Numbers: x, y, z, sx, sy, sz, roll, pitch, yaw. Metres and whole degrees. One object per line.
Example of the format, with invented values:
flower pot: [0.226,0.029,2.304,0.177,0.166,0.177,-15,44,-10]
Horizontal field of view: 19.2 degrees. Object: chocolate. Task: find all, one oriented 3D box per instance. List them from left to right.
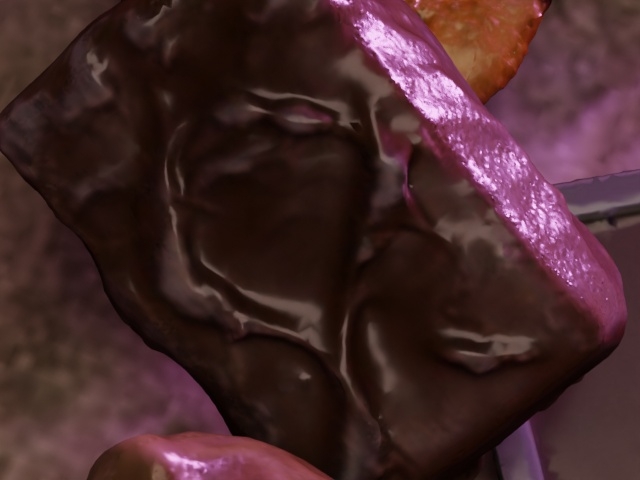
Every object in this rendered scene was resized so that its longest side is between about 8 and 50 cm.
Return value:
chocolate: [0.000,0.000,0.659,0.148,0.093,0.214,-40,92,14]

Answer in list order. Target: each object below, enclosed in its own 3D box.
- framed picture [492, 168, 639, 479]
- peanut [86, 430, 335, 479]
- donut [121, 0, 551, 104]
framed picture: [0.184,0.102,0.715,0.231,0.018,0.293,-10,70,-6]
peanut: [0.008,0.154,0.613,0.110,0.120,0.236,-44,100,0]
donut: [0.000,-0.112,0.754,0.184,0.073,0.166,18,69,3]
